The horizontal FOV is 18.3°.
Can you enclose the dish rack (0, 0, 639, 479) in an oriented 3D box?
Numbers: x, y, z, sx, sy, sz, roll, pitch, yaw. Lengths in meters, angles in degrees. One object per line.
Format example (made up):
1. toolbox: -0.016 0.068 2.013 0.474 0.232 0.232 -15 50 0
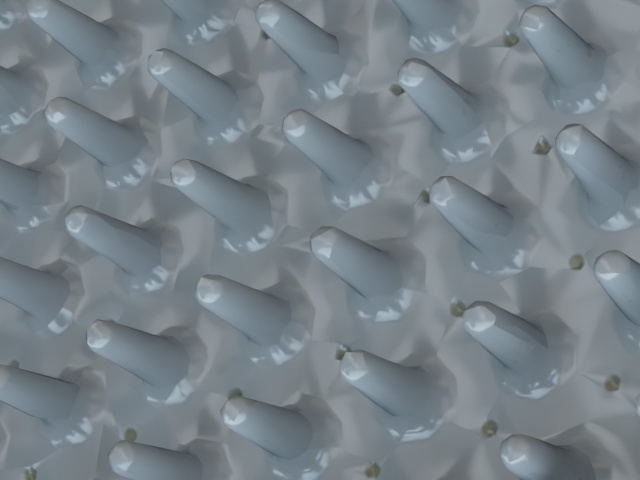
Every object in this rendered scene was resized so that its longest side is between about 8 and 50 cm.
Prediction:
1. dish rack: 0.000 0.000 0.382 0.286 0.332 0.072 -23 155 20
